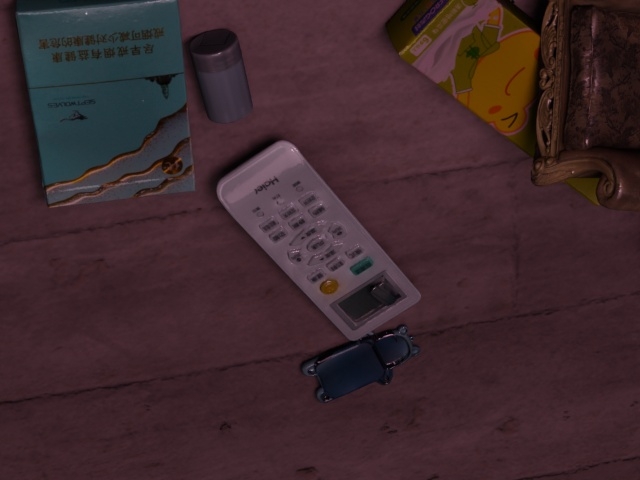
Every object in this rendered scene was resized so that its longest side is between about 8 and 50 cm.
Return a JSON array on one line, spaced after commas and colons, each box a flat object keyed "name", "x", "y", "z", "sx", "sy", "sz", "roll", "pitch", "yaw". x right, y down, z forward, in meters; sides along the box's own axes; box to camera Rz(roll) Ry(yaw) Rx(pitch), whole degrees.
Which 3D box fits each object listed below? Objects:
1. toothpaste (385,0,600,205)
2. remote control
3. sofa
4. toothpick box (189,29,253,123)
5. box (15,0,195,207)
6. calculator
[{"name": "toothpaste", "x": 0.220, "y": -0.168, "z": 1.554, "sx": 0.327, "sy": 0.077, "sz": 0.110, "roll": 33, "pitch": 111, "yaw": -29}, {"name": "remote control", "x": 0.000, "y": 0.001, "z": 1.641, "sx": 0.103, "sy": 0.051, "sz": 0.293, "roll": -32, "pitch": 127, "yaw": 11}, {"name": "sofa", "x": 0.341, "y": -0.157, "z": 1.450, "sx": 0.200, "sy": 0.182, "sz": 0.258, "roll": 2, "pitch": 93, "yaw": -30}, {"name": "toothpick box", "x": -0.102, "y": -0.169, "z": 1.502, "sx": 0.052, "sy": 0.052, "sz": 0.083, "roll": -14, "pitch": 126, "yaw": -2}, {"name": "box", "x": -0.218, "y": -0.146, "z": 1.500, "sx": 0.162, "sy": 0.041, "sz": 0.229, "roll": -7, "pitch": 124, "yaw": -6}, {"name": "calculator", "x": 0.050, "y": 0.146, "z": 1.768, "sx": 0.141, "sy": 0.019, "sz": 0.094, "roll": -24, "pitch": 125, "yaw": 3}]
